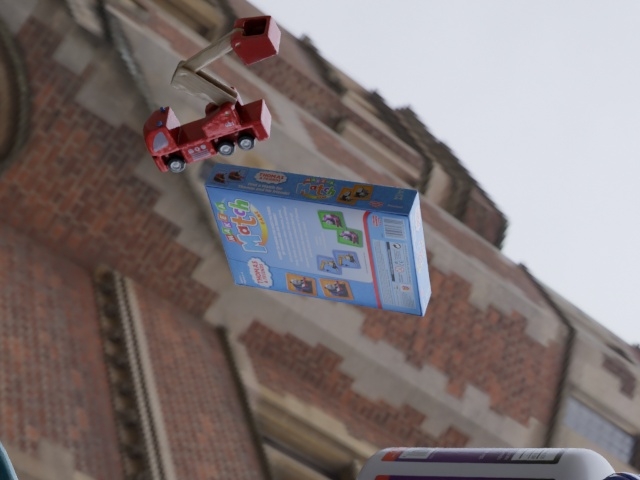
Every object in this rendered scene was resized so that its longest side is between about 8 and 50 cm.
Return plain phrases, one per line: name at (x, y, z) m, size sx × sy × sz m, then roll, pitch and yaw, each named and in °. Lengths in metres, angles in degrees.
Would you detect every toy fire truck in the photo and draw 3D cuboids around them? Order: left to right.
toy fire truck at (-0.119, -0.158, 1.405) m, size 0.192 × 0.135 × 0.047 m, roll -16°, pitch -143°, yaw 15°

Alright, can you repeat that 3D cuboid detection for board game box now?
board game box at (0.000, 0.000, 1.298) m, size 0.211 × 0.160 × 0.039 m, roll 8°, pitch -128°, yaw 17°

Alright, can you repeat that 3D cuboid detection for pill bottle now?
pill bottle at (0.201, 0.312, 1.367) m, size 0.323 × 0.181 × 0.181 m, roll -4°, pitch -127°, yaw 28°

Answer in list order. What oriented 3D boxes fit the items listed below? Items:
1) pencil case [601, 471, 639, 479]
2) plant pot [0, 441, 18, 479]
pencil case at (0.362, 0.251, 1.026) m, size 0.133 × 0.306 × 0.119 m, roll 121°, pitch -27°, yaw -67°
plant pot at (-0.384, 0.230, 0.868) m, size 0.255 × 0.271 × 0.272 m, roll -18°, pitch -136°, yaw 33°
